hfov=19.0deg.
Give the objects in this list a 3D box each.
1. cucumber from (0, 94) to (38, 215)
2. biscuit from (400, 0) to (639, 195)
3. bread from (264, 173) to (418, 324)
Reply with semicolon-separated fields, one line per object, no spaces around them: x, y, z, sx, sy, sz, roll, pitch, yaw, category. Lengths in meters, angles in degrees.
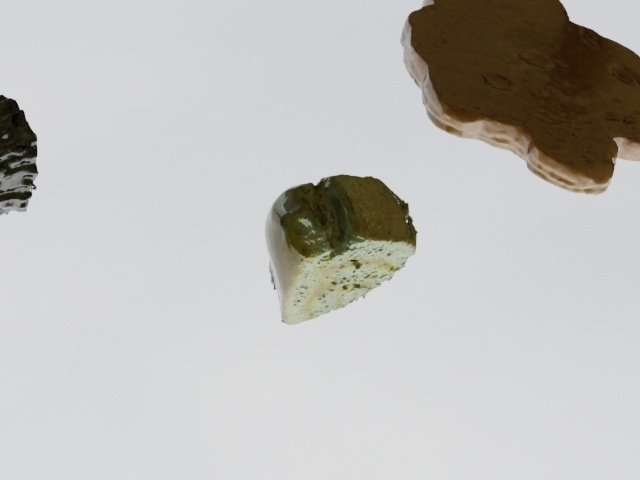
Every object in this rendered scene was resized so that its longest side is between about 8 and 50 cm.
-0.359;-0.030;1.250;0.359;0.096;0.096;-14;-136;-39;cucumber
0.214;-0.159;1.929;0.269;0.051;0.376;5;-144;-16;biscuit
-0.005;0.002;1.696;0.110;0.156;0.103;24;-141;-54;bread
